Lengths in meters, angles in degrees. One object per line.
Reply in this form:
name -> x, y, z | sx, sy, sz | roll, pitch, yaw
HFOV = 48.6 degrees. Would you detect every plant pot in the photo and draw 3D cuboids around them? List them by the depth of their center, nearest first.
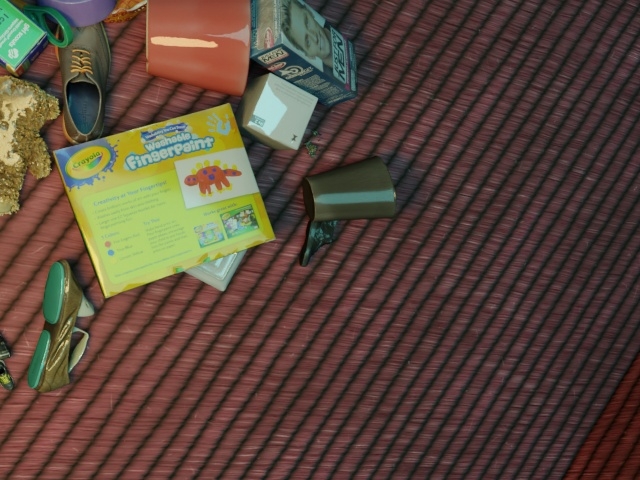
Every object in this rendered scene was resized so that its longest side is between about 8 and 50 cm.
plant pot -> -0.307, -0.504, 1.762 | 0.243, 0.275, 0.275 | 1, 96, -13

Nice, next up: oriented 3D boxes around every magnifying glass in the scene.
magnifying glass -> -0.668, -0.526, 1.652 | 0.231, 0.092, 0.026 | 34, 55, 14

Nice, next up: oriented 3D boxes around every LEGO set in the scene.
LEGO set -> -0.023, -0.271, 2.027 | 0.054, 0.023, 0.083 | 40, 68, -24

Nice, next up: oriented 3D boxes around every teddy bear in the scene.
teddy bear -> -0.759, -0.225, 1.690 | 0.245, 0.113, 0.338 | 6, 101, -16

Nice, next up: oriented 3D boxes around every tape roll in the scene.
tape roll -> -0.581, -0.602, 1.673 | 0.189, 0.080, 0.189 | 4, 63, -8

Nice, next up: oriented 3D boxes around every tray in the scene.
tray -> -0.339, 0.019, 1.922 | 0.270, 0.030, 0.145 | 31, 85, -23

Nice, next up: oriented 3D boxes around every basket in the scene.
basket -> 0.074, -0.133, 2.007 | 0.226, 0.204, 0.154 | -11, 144, -14

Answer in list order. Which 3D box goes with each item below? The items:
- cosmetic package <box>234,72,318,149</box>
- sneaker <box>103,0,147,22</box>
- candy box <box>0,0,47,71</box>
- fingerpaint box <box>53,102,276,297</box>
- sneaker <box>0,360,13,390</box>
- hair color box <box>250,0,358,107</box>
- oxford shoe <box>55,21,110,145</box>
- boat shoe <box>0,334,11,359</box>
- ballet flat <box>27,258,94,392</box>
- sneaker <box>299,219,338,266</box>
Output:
cosmetic package -> -0.127, -0.337, 1.884 | 0.151, 0.183, 0.151 | 23, 87, -24
sneaker -> -0.480, -0.601, 1.782 | 0.175, 0.064, 0.067 | -36, 93, -22
candy box -> -0.764, -0.507, 1.554 | 0.317, 0.268, 0.122 | 38, 83, -22
fingerpaint box -> -0.391, -0.102, 1.790 | 0.444, 0.163, 0.371 | -20, 94, -19
sneaker -> -0.792, 0.339, 1.767 | 0.031, 0.035, 0.083 | -25, 105, -17
hair color box -> -0.037, -0.494, 1.835 | 0.347, 0.105, 0.174 | 19, 62, -53
oxford shoe -> -0.567, -0.415, 1.715 | 0.130, 0.132, 0.364 | -5, 93, -21
boat shoe -> -0.867, 0.310, 1.705 | 0.233, 0.084, 0.079 | -30, 99, -19
ballet flat -> -0.641, 0.217, 1.786 | 0.124, 0.116, 0.342 | 9, 93, -43
sneaker -> -0.001, 0.000, 2.048 | 0.089, 0.051, 0.170 | 14, 87, -20
